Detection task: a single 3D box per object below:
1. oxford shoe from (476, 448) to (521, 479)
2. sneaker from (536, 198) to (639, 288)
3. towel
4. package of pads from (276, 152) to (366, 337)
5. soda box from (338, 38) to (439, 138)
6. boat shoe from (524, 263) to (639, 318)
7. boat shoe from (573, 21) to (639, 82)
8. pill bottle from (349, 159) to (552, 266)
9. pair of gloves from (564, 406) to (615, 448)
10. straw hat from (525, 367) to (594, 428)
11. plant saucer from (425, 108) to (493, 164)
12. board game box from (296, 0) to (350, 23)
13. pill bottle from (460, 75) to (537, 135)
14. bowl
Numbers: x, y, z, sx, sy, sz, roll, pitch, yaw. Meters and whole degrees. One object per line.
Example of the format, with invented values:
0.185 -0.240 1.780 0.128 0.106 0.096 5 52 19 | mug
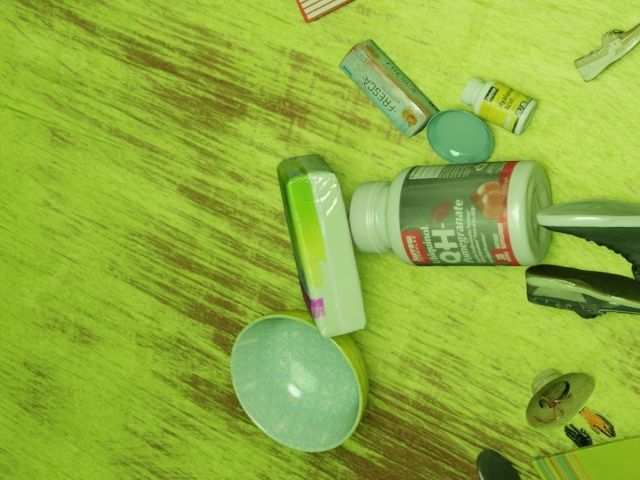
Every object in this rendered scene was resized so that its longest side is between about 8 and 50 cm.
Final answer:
0.356 0.499 1.840 0.212 0.076 0.076 60 164 9 | oxford shoe
0.489 0.017 1.526 0.296 0.104 0.146 3 110 6 | sneaker
0.510 0.408 1.741 0.237 0.021 0.102 -23 110 32 | towel
0.000 0.000 1.756 0.101 0.229 0.296 -12 105 -4 | package of pads
0.120 -0.266 1.682 0.183 0.063 0.058 48 124 6 | soda box
0.454 0.095 1.629 0.224 0.080 0.073 13 120 30 | boat shoe
0.452 -0.302 1.494 0.045 0.050 0.135 49 124 -2 | boat shoe
0.219 -0.043 1.644 0.319 0.176 0.176 -1 108 29 | pill bottle
0.487 0.345 1.740 0.074 0.010 0.083 40 125 9 | pair of gloves
0.410 0.266 1.718 0.144 0.144 0.061 -65 33 30 | straw hat
0.241 -0.181 1.654 0.119 0.021 0.119 17 139 16 | plant saucer
0.030 -0.482 1.661 0.193 0.045 0.146 -20 98 33 | board game box
0.295 -0.227 1.599 0.116 0.065 0.065 29 120 17 | pill bottle
-0.016 0.251 1.895 0.289 0.156 0.289 11 114 26 | bowl
